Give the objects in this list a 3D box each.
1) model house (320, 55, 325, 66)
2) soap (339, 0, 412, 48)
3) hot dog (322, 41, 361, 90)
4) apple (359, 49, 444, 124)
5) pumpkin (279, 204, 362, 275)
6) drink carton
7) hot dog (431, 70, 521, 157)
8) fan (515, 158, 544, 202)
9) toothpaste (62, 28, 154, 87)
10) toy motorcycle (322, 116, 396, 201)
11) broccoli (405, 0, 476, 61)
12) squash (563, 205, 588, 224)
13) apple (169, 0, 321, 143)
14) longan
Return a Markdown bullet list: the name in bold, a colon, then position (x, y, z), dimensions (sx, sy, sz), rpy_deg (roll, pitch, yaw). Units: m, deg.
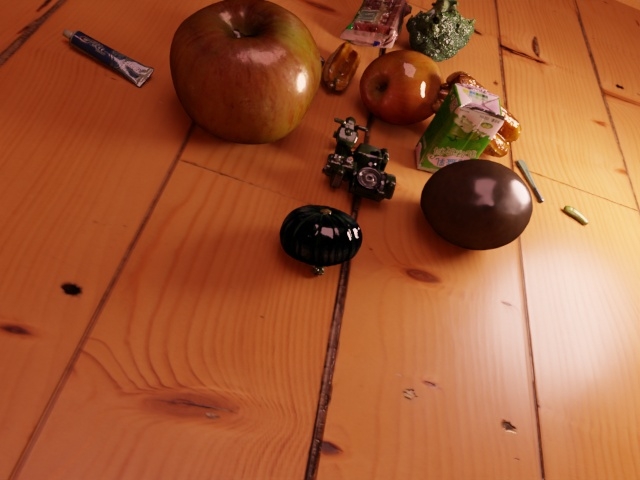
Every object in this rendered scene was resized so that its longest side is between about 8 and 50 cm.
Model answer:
- **model house**: position (-0.071, -0.553, 1.949), dimensions (0.188, 0.122, 0.229), rpy_deg (44, 44, -13)
- **soap**: position (0.209, -0.805, 2.313), dimensions (0.217, 0.098, 0.273), rpy_deg (13, 44, 8)
- **hot dog**: position (0.063, -0.563, 2.069), dimensions (0.104, 0.076, 0.250), rpy_deg (37, 46, -16)
- **apple**: position (0.260, -0.476, 1.977), dimensions (0.241, 0.242, 0.242), rpy_deg (-7, 52, -44)
- **pumpkin**: position (0.001, -0.013, 1.479), dimensions (0.194, 0.150, 0.194), rpy_deg (10, 47, -11)
- **drink carton**: position (0.400, -0.312, 1.839), dimensions (0.161, 0.271, 0.108), rpy_deg (13, 48, -14)
- **hot dog**: position (0.483, -0.387, 1.964), dimensions (0.348, 0.158, 0.117), rpy_deg (27, 6, -33)
- **fan**: position (0.681, -0.194, 2.036), dimensions (0.038, 0.016, 0.193), rpy_deg (6, 47, -22)
- **toothpaste**: position (-0.597, -0.514, 1.755), dimensions (0.268, 0.047, 0.069), rpy_deg (29, 32, -1)
- **toy motorcycle**: position (0.113, -0.222, 1.738), dimensions (0.205, 0.127, 0.275), rpy_deg (15, 49, -6)
- **broccoli**: position (0.446, -0.787, 2.299), dimensions (0.269, 0.270, 0.270), rpy_deg (12, 1, 0)
- **squash**: position (0.804, -0.080, 1.981), dimensions (0.089, 0.027, 0.027), rpy_deg (37, 46, 9)
- **apple**: position (-0.193, -0.436, 1.675), dimensions (0.400, 0.334, 0.401), rpy_deg (0, 54, 0)
- **longan**: position (0.415, -0.097, 1.682), dimensions (0.300, 0.243, 0.300), rpy_deg (25, 8, -4)
